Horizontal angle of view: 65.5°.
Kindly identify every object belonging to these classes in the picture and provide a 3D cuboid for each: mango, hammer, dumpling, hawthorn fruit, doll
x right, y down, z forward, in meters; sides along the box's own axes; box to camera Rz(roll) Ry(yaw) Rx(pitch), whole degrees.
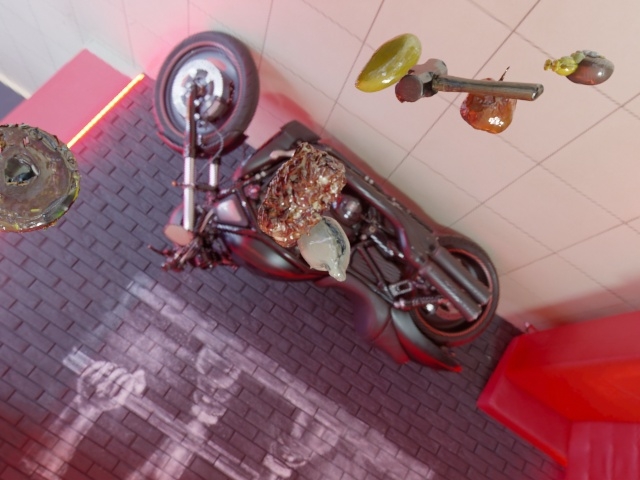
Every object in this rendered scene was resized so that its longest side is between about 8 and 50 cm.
[{"bbox_3d":[0.305,-0.759,2.141,0.195,0.331,0.142,34,170,42],"label":"mango"},{"bbox_3d":[0.459,-0.466,1.521,0.409,0.242,0.095,17,126,24],"label":"hammer"},{"bbox_3d":[0.027,0.003,1.670,0.205,0.163,0.292,2,-129,-52],"label":"dumpling"},{"bbox_3d":[0.634,-0.525,1.837,0.208,0.207,0.243,27,119,17],"label":"hawthorn fruit"},{"bbox_3d":[0.731,-0.486,1.391,0.145,0.188,0.096,27,117,49],"label":"doll"}]

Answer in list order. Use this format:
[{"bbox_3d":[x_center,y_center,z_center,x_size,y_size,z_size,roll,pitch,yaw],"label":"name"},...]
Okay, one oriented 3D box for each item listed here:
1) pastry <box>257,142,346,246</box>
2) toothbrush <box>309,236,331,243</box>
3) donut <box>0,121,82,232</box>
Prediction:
[{"bbox_3d":[-0.043,-0.080,0.930,0.097,0.208,0.115,12,-141,-46],"label":"pastry"},{"bbox_3d":[0.000,0.000,1.421,0.011,0.013,0.131,52,-156,13],"label":"toothbrush"},{"bbox_3d":[-0.613,-0.120,1.035,0.216,0.230,0.096,21,160,-14],"label":"donut"}]
